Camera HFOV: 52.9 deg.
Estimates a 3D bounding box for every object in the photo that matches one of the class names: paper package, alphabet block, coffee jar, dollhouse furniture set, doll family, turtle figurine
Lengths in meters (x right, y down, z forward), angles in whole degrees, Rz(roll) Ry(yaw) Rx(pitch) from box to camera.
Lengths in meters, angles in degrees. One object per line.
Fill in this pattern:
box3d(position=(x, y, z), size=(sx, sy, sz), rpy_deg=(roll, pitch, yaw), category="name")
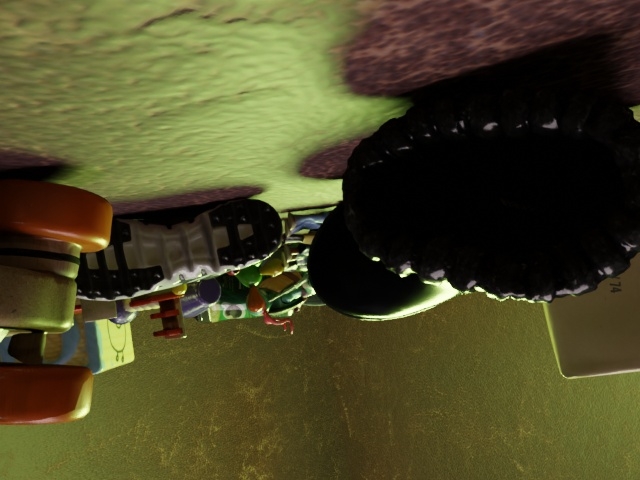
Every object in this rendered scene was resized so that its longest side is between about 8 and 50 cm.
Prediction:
box3d(position=(0.546, 0.055, 1.128), size=(0.310, 0.324, 0.168), rpy_deg=(-13, 175, 26), category="paper package")
box3d(position=(-0.508, 0.178, 1.295), size=(0.194, 0.192, 0.197), rpy_deg=(-8, 177, 1), category="alphabet block")
box3d(position=(-0.141, 0.096, 1.149), size=(0.184, 0.079, 0.096), rpy_deg=(-3, 141, -8), category="coffee jar")
box3d(position=(-0.329, 0.093, 0.901), size=(0.259, 0.135, 0.262), rpy_deg=(-7, 175, -34), category="dollhouse furniture set")
box3d(position=(0.000, 0.000, 0.849), size=(0.111, 0.076, 0.193), rpy_deg=(-4, 171, -16), category="doll family")
box3d(position=(-0.060, 0.058, 1.033), size=(0.175, 0.118, 0.234), rpy_deg=(22, -151, 25), category="turtle figurine")

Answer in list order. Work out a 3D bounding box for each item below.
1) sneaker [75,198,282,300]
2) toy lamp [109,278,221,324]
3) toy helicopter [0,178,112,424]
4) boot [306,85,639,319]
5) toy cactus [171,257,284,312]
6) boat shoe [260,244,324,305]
box3d(position=(-0.156, 0.014, 0.642), size=(0.234, 0.078, 0.106), rpy_deg=(-11, 174, -9), category="sneaker")
box3d(position=(-0.270, 0.097, 1.088), size=(0.275, 0.080, 0.080), rpy_deg=(-10, 176, 41), category="toy lamp")
box3d(position=(-0.301, 0.020, 0.332), size=(0.235, 0.140, 0.355), rpy_deg=(-2, 169, 28), category="toy helicopter")
box3d(position=(0.077, -0.007, 0.478), size=(0.348, 0.131, 0.260), rpy_deg=(-25, 175, 33), category="boot")
box3d(position=(-0.158, 0.030, 0.809), size=(0.181, 0.112, 0.219), rpy_deg=(5, 177, -34), category="toy cactus")
box3d(position=(0.042, 0.048, 1.206), size=(0.320, 0.118, 0.103), rpy_deg=(-9, -171, 23), category="boat shoe")
